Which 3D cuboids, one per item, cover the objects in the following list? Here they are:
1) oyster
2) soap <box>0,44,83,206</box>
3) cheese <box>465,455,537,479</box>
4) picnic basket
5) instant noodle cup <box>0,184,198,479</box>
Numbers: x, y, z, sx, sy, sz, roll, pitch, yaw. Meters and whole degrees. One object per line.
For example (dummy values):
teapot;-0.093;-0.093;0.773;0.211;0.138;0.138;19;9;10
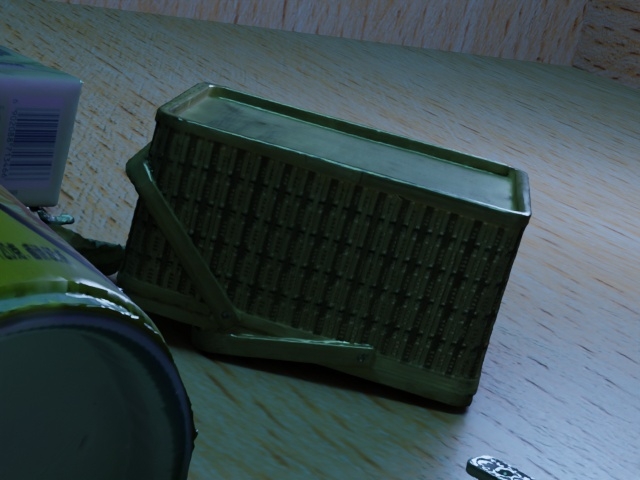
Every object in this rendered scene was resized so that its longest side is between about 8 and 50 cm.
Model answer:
oyster;-0.237;0.012;1.239;0.132;0.072;0.209;3;-8;24
soap;-0.365;-0.118;1.482;0.199;0.138;0.182;-2;20;-43
cheese;0.170;0.177;0.959;0.097;0.037;0.192;-2;20;-46
picnic basket;0.000;0.000;1.254;0.312;0.175;0.228;16;14;3
instant noodle cup;-0.220;0.071;0.569;0.254;0.326;0.325;30;22;29
